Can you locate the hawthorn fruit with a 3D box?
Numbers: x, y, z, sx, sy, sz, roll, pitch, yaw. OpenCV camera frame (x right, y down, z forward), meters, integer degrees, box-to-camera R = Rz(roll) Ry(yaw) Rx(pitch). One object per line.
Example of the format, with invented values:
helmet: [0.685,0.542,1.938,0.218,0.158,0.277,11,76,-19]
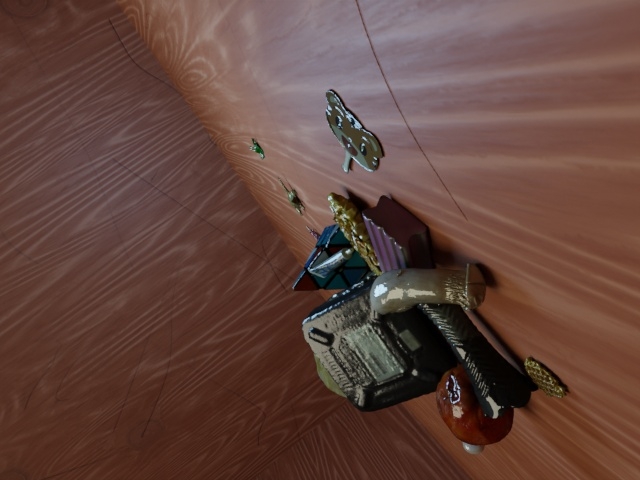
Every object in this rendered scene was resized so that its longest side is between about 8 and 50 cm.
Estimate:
hawthorn fruit: [0.331,0.339,0.978,0.173,0.173,0.179,41,144,55]

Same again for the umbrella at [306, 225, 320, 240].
umbrella: [0.000,0.000,1.814,0.165,0.025,0.027,48,155,13]

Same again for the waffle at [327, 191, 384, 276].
waffle: [0.095,-0.010,1.118,0.291,0.051,0.291,56,178,2]

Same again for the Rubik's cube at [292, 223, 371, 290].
Rubik's cube: [0.072,0.108,1.442,0.234,0.250,0.284,35,169,-8]

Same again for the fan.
fan: [0.055,-0.173,0.851,0.152,0.008,0.226,50,171,11]

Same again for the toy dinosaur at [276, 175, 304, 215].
toy dinosaur: [-0.110,-0.162,1.709,0.162,0.039,0.126,54,173,3]

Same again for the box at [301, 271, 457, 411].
box: [0.152,0.291,1.271,0.359,0.350,0.091,54,-147,-3]

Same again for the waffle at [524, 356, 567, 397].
waffle: [0.372,0.233,0.767,0.078,0.016,0.085,53,172,31]

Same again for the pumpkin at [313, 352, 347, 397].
pumpkin: [0.119,0.333,1.527,0.332,0.332,0.199,46,164,42]

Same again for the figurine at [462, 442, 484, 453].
figurine: [0.493,0.619,1.500,0.129,0.109,0.178,-96,-18,-48]

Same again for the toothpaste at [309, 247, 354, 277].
toothpaste: [0.037,0.065,1.314,0.057,0.035,0.197,23,145,-22]

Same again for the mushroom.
mushroom: [0.176,0.082,0.777,0.092,0.081,0.223,40,149,-21]

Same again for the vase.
vase: [0.281,0.198,0.856,0.237,0.115,0.115,56,172,13]

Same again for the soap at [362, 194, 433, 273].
soap: [0.156,0.019,0.891,0.122,0.065,0.203,46,169,38]

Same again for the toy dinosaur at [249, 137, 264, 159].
toy dinosaur: [-0.233,-0.345,1.699,0.060,0.029,0.119,35,162,12]
